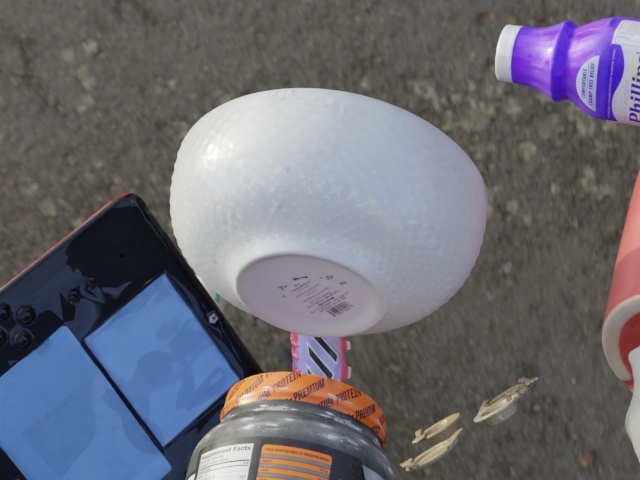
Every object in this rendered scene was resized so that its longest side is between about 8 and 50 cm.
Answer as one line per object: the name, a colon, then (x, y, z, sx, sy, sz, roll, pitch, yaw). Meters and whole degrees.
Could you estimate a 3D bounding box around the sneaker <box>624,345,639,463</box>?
sneaker: (0.353, 0.219, 1.419, 0.099, 0.121, 0.262, -8, 102, -26)

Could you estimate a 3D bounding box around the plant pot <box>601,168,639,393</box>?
plant pot: (0.428, 0.047, 1.539, 0.275, 0.275, 0.243, 19, 50, 21)

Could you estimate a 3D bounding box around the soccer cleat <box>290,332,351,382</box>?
soccer cleat: (-0.009, 0.097, 1.760, 0.095, 0.083, 0.248, 8, 97, -24)

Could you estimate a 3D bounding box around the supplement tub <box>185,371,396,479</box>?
supplement tub: (-0.039, 0.307, 1.353, 0.207, 0.207, 0.338, 1, 55, 14)

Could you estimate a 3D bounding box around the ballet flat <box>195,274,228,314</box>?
ballet flat: (-0.190, 0.142, 1.918, 0.086, 0.086, 0.248, 55, 130, 28)

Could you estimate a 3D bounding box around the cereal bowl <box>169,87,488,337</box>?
cereal bowl: (0.000, 0.000, 1.521, 0.339, 0.339, 0.141, 1, 54, 15)

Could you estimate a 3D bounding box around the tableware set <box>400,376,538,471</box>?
tableware set: (0.155, 0.188, 1.526, 0.168, 0.141, 0.020, -31, 90, 9)

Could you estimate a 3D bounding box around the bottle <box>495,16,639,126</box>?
bottle: (0.339, -0.191, 1.634, 0.282, 0.118, 0.092, 12, 35, 21)

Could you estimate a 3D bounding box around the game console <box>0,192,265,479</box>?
game console: (-0.246, 0.188, 1.741, 0.342, 0.386, 0.060, -39, 20, -17)
